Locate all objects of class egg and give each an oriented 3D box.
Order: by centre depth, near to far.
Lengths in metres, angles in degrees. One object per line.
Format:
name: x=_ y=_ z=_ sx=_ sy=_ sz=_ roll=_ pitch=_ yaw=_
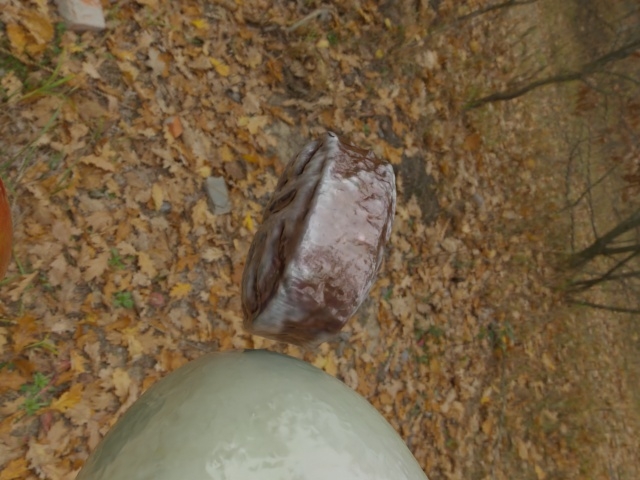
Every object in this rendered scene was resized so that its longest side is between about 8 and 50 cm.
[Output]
egg: x=-0.064 y=0.191 z=0.465 sx=0.337 sy=0.337 sz=0.200 roll=4 pitch=74 yaw=-55

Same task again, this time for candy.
candy: x=0.000 y=0.000 z=0.717 sx=0.157 sy=0.214 sz=0.289 roll=24 pitch=60 yaw=-12

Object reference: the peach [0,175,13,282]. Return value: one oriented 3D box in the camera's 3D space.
peach: x=-0.693 y=-0.033 z=0.922 sx=0.310 sy=0.336 sz=0.405 roll=-121 pitch=-157 yaw=-68
